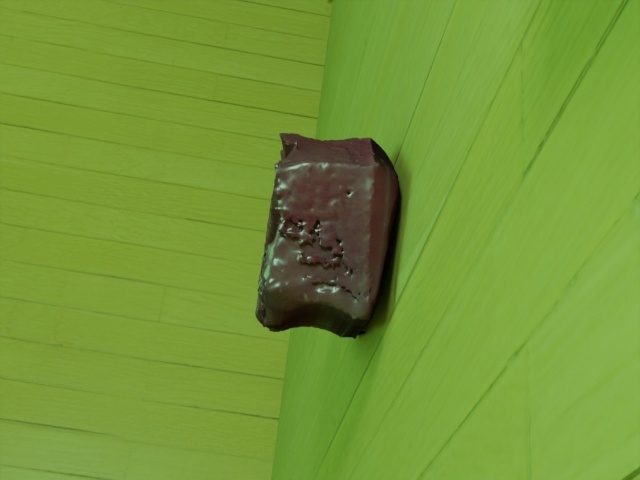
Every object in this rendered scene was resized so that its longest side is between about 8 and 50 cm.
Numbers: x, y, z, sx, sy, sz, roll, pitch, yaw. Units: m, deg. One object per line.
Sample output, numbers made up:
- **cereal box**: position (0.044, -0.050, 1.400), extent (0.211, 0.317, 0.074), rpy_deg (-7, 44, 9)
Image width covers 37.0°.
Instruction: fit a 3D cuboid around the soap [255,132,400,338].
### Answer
- **soap**: position (0.000, 0.000, 1.035), extent (0.325, 0.127, 0.220), rpy_deg (116, 164, -78)
